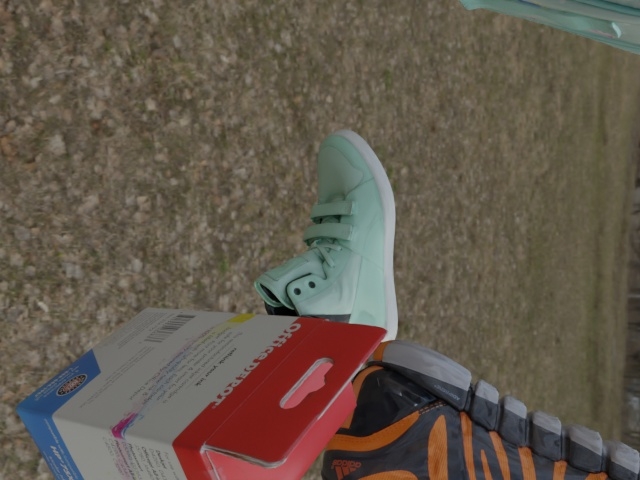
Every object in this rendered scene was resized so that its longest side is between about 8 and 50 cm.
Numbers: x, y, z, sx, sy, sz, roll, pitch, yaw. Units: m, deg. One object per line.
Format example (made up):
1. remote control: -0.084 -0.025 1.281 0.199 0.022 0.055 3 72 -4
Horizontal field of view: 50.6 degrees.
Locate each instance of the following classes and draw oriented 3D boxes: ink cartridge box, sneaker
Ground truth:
1. ink cartridge box: -0.073 0.114 0.454 0.134 0.231 0.078 -41 122 -46
2. sneaker: 0.000 0.000 0.734 0.151 0.094 0.255 -4 83 -36
3. sneaker: 0.146 0.228 0.539 0.180 0.321 0.124 -59 166 -27

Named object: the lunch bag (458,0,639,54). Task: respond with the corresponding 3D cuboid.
1. lunch bag: 0.218 -0.281 0.552 0.108 0.279 0.224 5 113 -53
